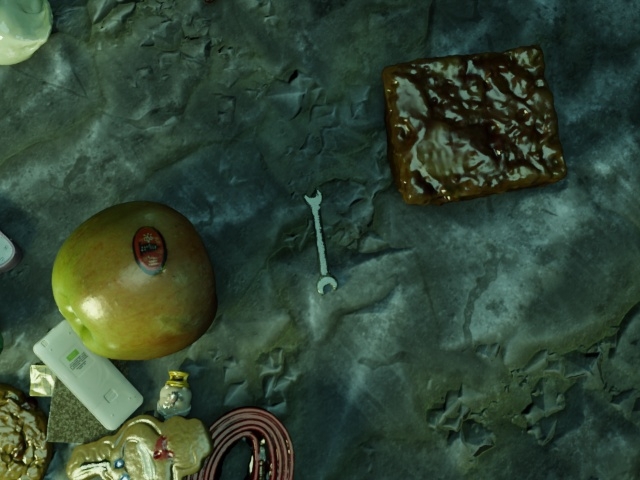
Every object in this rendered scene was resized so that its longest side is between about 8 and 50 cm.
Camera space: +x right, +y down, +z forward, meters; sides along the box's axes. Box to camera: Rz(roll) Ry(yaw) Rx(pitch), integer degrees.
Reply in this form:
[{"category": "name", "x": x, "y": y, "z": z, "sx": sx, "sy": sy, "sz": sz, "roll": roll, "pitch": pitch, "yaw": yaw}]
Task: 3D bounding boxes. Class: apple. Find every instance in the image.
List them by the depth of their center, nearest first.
[{"category": "apple", "x": -0.385, "y": 0.084, "z": 1.715, "sx": 0.305, "sy": 0.338, "sz": 0.338, "roll": -21, "pitch": 85, "yaw": -19}]

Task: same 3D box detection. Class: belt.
[{"category": "belt", "x": -0.179, "y": 0.515, "z": 1.792, "sx": 0.227, "sy": 0.115, "sz": 0.324, "roll": 17, "pitch": 78, "yaw": -1}]

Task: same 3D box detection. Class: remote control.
[{"category": "remote control", "x": -0.493, "y": 0.286, "z": 1.786, "sx": 0.103, "sy": 0.034, "sz": 0.250, "roll": -46, "pitch": 105, "yaw": -24}]

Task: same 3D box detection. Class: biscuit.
[{"category": "biscuit", "x": -0.378, "y": 0.455, "z": 1.740, "sx": 0.320, "sy": 0.047, "sz": 0.183, "roll": -2, "pitch": 73, "yaw": 13}, {"category": "biscuit", "x": -0.709, "y": 0.443, "z": 1.751, "sx": 0.296, "sy": 0.075, "sz": 0.296, "roll": 1, "pitch": 81, "yaw": -8}, {"category": "biscuit", "x": 0.348, "y": -0.261, "z": 1.948, "sx": 0.395, "sy": 0.166, "sz": 0.343, "roll": -7, "pitch": 84, "yaw": -7}]

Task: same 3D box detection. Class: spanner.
[{"category": "spanner", "x": 0.000, "y": 0.000, "z": 1.940, "sx": 0.054, "sy": 0.015, "sz": 0.254, "roll": -7, "pitch": 82, "yaw": -6}]

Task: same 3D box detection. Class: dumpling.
[{"category": "dumpling", "x": -0.709, "y": -0.485, "z": 1.880, "sx": 0.252, "sy": 0.131, "sz": 0.179, "roll": -11, "pitch": 62, "yaw": 12}]

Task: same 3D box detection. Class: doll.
[{"category": "doll", "x": -0.315, "y": 0.347, "z": 1.812, "sx": 0.073, "sy": 0.084, "sz": 0.127, "roll": 8, "pitch": 73, "yaw": -5}]

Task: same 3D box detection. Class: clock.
[{"category": "clock", "x": -0.737, "y": 0.013, "z": 1.823, "sx": 0.152, "sy": 0.050, "sz": 0.110, "roll": 43, "pitch": 79, "yaw": 0}]

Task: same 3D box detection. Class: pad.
[{"category": "pad", "x": -0.495, "y": 0.318, "z": 1.805, "sx": 0.158, "sy": 0.003, "sz": 0.235, "roll": 10, "pitch": 80, "yaw": -28}]

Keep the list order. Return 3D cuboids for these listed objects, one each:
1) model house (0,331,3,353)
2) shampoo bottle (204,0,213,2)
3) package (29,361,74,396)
[{"category": "model house", "x": -0.840, "y": 0.225, "z": 1.731, "sx": 0.261, "sy": 0.226, "sz": 0.241, "roll": 48, "pitch": 116, "yaw": 5}, {"category": "shampoo bottle", "x": -0.165, "y": -0.695, "z": 1.989, "sx": 0.323, "sy": 0.084, "sz": 0.129, "roll": -35, "pitch": 91, "yaw": -12}, {"category": "package", "x": -0.556, "y": 0.300, "z": 1.805, "sx": 0.131, "sy": 0.047, "sz": 0.071, "roll": 4, "pitch": 84, "yaw": -7}]
